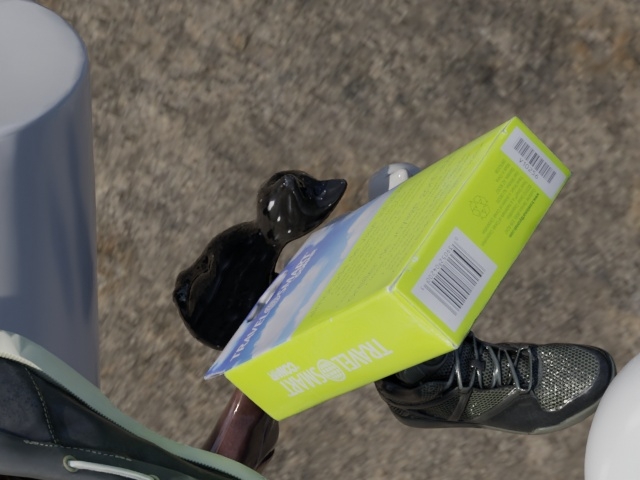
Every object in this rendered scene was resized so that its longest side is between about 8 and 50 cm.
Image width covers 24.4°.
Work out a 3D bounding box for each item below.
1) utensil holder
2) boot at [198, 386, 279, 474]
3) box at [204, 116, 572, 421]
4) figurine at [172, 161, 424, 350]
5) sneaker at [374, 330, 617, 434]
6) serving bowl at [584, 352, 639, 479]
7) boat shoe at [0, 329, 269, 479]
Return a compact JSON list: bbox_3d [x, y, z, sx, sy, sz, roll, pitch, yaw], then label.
[{"bbox_3d":[-0.330,0.026,1.165,0.328,0.385,0.327,4,32,-3],"label":"utensil holder"},{"bbox_3d":[-0.123,0.246,1.822,0.090,0.206,0.248,24,19,20],"label":"boot"},{"bbox_3d":[0.025,0.019,0.665,0.042,0.178,0.109,43,59,-10],"label":"box"},{"bbox_3d":[0.000,0.000,1.353,0.215,0.209,0.092,-8,58,-39],"label":"figurine"},{"bbox_3d":[0.152,0.123,1.362,0.228,0.130,0.087,-3,66,23],"label":"sneaker"},{"bbox_3d":[0.098,0.061,0.339,0.083,0.083,0.027,49,34,4],"label":"serving bowl"},{"bbox_3d":[-0.087,0.131,0.677,0.233,0.084,0.079,34,34,-23],"label":"boat shoe"}]
